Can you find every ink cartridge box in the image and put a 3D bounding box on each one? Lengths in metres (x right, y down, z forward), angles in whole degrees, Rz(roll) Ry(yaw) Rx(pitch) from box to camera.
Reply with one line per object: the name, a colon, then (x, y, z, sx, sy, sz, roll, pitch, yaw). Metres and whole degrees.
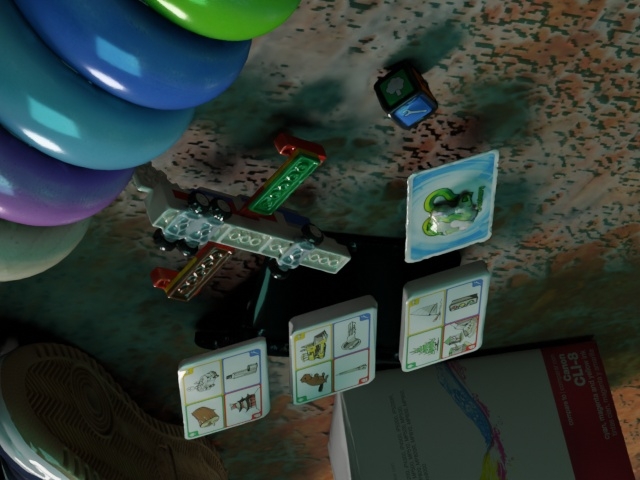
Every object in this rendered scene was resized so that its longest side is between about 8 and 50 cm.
ink cartridge box: (0.100, 0.157, 1.174, 0.176, 0.127, 0.128, -7, 152, -7)

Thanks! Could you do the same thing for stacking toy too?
stacking toy: (-0.042, -0.120, 0.633, 0.330, 0.141, 0.141, -35, 143, 31)

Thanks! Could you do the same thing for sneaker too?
sneaker: (-0.171, 0.154, 1.108, 0.153, 0.099, 0.282, -21, 153, 14)

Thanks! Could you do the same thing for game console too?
game console: (0.003, 0.034, 1.041, 0.122, 0.071, 0.107, 6, 177, -27)

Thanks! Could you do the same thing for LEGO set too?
LEGO set: (0.000, 0.000, 0.938, 0.182, 0.060, 0.244, -17, 145, -11)
